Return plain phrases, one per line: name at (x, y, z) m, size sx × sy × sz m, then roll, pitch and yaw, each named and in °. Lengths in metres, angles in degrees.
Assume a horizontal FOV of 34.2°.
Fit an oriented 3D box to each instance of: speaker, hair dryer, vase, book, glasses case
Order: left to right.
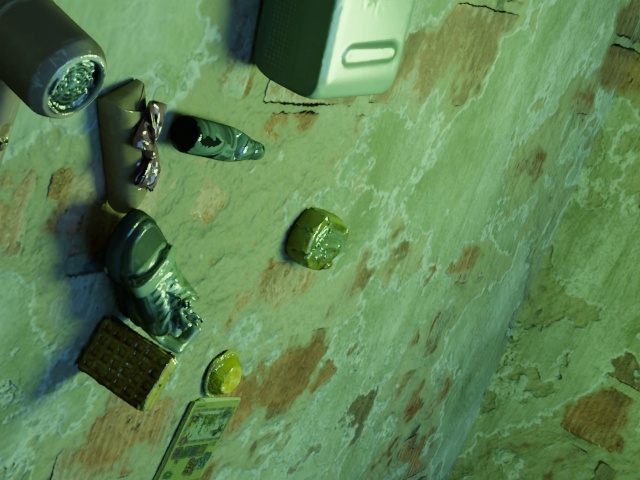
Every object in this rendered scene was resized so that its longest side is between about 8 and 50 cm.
hair dryer at (-0.373, -0.137, 1.225) m, size 0.107 × 0.189 × 0.344 m, roll -24°, pitch 150°, yaw -48°
glasses case at (-0.256, -0.134, 1.505) m, size 0.102 × 0.070 × 0.193 m, roll -38°, pitch 145°, yaw -39°
book at (-0.246, 0.400, 2.085) m, size 0.168 × 0.013 × 0.192 m, roll 12°, pitch 106°, yaw -62°
vase at (-0.155, -0.155, 1.662) m, size 0.211 × 0.060 × 0.060 m, roll 8°, pitch 109°, yaw -60°
speaker at (0.037, -0.422, 1.613) m, size 0.184 × 0.183 × 0.406 m, roll -18°, pitch 130°, yaw -45°

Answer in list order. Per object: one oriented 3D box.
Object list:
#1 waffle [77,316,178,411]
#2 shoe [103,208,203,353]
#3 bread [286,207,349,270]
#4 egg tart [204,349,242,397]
waffle at (-0.305, 0.194, 1.647) m, size 0.102 × 0.148 × 0.042 m, roll -60°, pitch 155°, yaw -4°
shoe at (-0.239, 0.072, 1.597) m, size 0.109 × 0.149 × 0.293 m, roll -48°, pitch 163°, yaw -26°
bread at (0.000, 0.000, 2.063) m, size 0.156 × 0.064 × 0.117 m, roll 9°, pitch 109°, yaw -60°
egg tart at (-0.185, 0.265, 2.032) m, size 0.105 × 0.039 × 0.105 m, roll -37°, pitch 143°, yaw -34°
